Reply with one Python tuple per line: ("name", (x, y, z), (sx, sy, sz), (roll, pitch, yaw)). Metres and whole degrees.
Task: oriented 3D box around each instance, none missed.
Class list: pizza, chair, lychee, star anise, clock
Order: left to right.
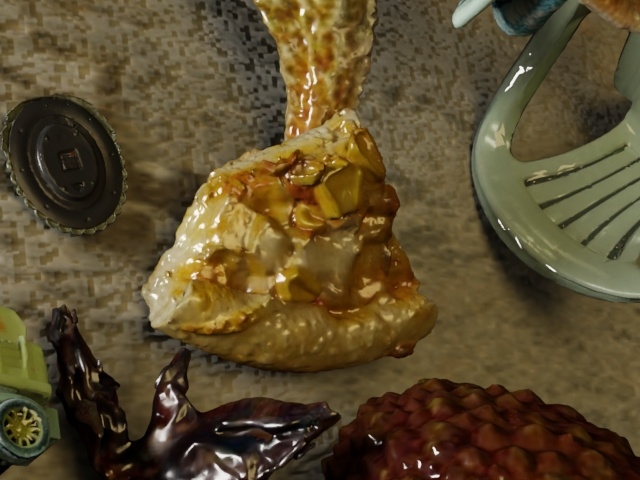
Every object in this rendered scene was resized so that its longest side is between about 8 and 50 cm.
("clock", (-0.139, -0.042, 0.841), (0.074, 0.010, 0.083), (-14, 80, -41))
("star anise", (-0.064, 0.127, 0.757), (0.157, 0.053, 0.212), (-5, 67, 7))
("pizza", (0.000, 0.000, 0.875), (0.182, 0.062, 0.161), (19, 80, -31))
("lychee", (0.098, 0.193, 0.791), (0.236, 0.236, 0.271), (9, 41, -35))
("chair", (0.259, -0.083, 1.051), (0.275, 0.190, 0.203), (-13, 50, -45))

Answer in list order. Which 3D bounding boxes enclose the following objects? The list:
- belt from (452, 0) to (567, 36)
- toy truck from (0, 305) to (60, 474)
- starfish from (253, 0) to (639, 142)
("belt", (0.150, -0.231, 0.905), (0.087, 0.072, 0.302), (41, 53, -15))
("toy truck", (-0.205, 0.062, 0.704), (0.169, 0.077, 0.100), (13, 54, -33))
("starfish", (-0.002, -0.238, 0.939), (0.398, 0.132, 0.383), (-29, 96, -29))
